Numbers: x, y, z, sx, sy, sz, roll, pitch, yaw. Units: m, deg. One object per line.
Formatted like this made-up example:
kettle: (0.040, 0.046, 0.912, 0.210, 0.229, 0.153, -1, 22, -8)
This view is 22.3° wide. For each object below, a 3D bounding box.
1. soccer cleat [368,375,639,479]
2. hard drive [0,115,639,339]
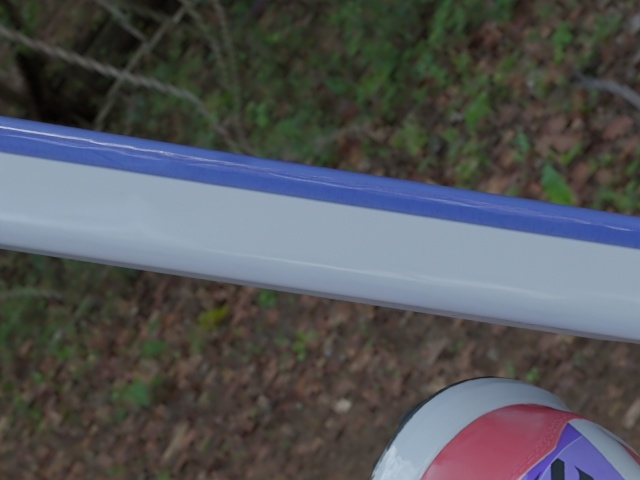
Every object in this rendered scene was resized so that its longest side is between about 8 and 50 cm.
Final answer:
soccer cleat: (0.043, 0.211, 0.564, 0.116, 0.108, 0.318, 30, 107, 60)
hard drive: (0.000, 0.000, 0.595, 0.210, 0.318, 0.040, 129, 149, -87)
